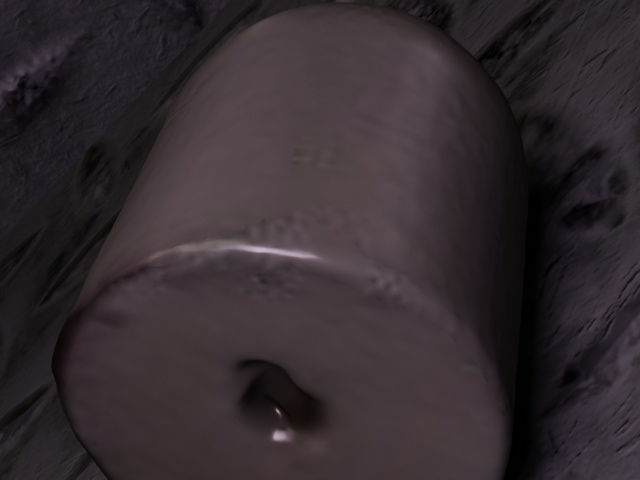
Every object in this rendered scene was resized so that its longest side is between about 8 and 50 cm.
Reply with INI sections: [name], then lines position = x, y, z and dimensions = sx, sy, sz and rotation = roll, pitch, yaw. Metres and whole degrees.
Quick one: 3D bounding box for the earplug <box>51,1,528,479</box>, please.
[earplug]
position = 0.000, 0.000, 1.154
dimensions = 0.312, 0.312, 0.394
rotation = -33, 27, 32
